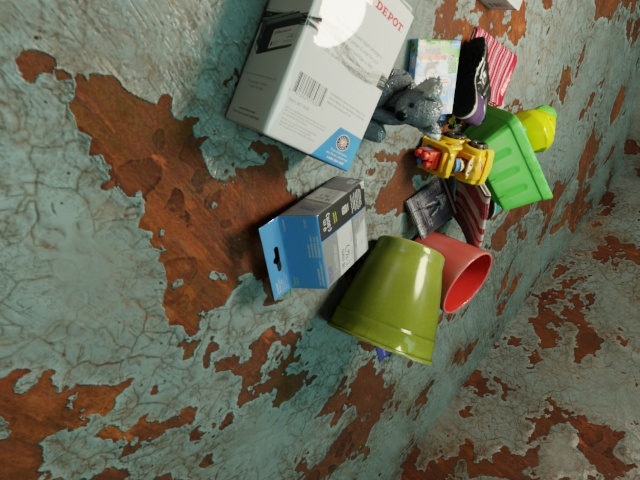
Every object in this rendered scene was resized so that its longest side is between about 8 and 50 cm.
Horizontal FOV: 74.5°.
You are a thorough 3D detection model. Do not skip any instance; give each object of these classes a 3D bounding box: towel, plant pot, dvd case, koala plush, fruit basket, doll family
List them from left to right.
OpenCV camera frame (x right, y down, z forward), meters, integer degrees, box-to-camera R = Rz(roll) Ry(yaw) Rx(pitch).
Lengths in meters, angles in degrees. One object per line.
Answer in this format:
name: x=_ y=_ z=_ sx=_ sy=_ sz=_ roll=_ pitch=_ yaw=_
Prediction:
plant pot: x=0.255 y=0.183 z=1.430 sx=0.366 sy=0.366 sz=0.353 roll=30 pitch=78 yaw=-49
koala plush: x=0.242 y=-0.375 z=1.155 sx=0.203 sy=0.221 sz=0.196 roll=-32 pitch=131 yaw=-28
dvd case: x=0.420 y=-0.129 z=1.581 sx=0.221 sy=0.018 sz=0.165 roll=-35 pitch=109 yaw=-25
plant pot: x=0.475 y=0.101 z=1.625 sx=0.275 sy=0.243 sz=0.275 roll=-25 pitch=135 yaw=-27
doll family: x=0.434 y=-0.427 z=1.433 sx=0.193 sy=0.076 sz=0.111 roll=-11 pitch=124 yaw=-35
towel: x=0.565 y=-0.128 z=1.594 sx=0.037 sy=0.237 sz=0.329 roll=-14 pitch=139 yaw=1
towel: x=0.598 y=-0.605 z=1.494 sx=0.274 sy=0.031 sz=0.199 roll=7 pitch=105 yaw=-39
fruit basket: x=0.744 y=-0.348 z=1.551 sx=0.392 sy=0.283 sz=0.392 roll=-2 pitch=118 yaw=-4

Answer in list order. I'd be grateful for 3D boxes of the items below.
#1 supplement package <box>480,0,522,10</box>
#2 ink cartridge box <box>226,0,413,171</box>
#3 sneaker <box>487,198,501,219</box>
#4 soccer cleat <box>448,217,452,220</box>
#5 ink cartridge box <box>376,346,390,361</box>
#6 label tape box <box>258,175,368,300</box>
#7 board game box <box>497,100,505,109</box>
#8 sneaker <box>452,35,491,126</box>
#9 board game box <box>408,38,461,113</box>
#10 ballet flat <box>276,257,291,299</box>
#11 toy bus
supplement package: x=0.591 y=-0.837 z=1.323 sx=0.105 sy=0.105 sz=0.179 roll=-1 pitch=114 yaw=-44
ink cartridge box: x=0.005 y=-0.396 z=0.949 sx=0.285 sy=0.166 sz=0.395 roll=14 pitch=103 yaw=-48
sneaker: x=0.752 y=-0.243 z=1.815 sx=0.178 sy=0.123 sz=0.296 roll=-15 pitch=113 yaw=-49
soccer cleat: x=0.450 y=-0.081 z=1.661 sx=0.179 sy=0.060 sz=0.072 roll=-6 pitch=126 yaw=-36
ink cartridge box: x=0.360 y=0.356 z=1.811 sx=0.307 sy=0.072 sz=0.304 roll=-40 pitch=135 yaw=-24
label tape box: x=0.000 y=0.000 z=1.164 sx=0.333 sy=0.106 sz=0.241 roll=-40 pitch=134 yaw=-40
board game box: x=0.660 y=-0.529 z=1.628 sx=0.154 sy=0.026 sz=0.103 roll=33 pitch=88 yaw=-49
sneaker: x=0.508 y=-0.516 z=1.386 sx=0.124 sy=0.107 sz=0.283 roll=15 pitch=84 yaw=-41
board game box: x=0.341 y=-0.494 z=1.280 sx=0.160 sy=0.039 sz=0.212 roll=-10 pitch=115 yaw=-23
ballet flat: x=-0.109 y=0.104 z=1.210 sx=0.052 sy=0.057 sz=0.168 roll=-12 pitch=120 yaw=-29
toy bus: x=0.427 y=-0.272 z=1.409 sx=0.211 sy=0.220 sz=0.149 roll=-12 pitch=125 yaw=-33
